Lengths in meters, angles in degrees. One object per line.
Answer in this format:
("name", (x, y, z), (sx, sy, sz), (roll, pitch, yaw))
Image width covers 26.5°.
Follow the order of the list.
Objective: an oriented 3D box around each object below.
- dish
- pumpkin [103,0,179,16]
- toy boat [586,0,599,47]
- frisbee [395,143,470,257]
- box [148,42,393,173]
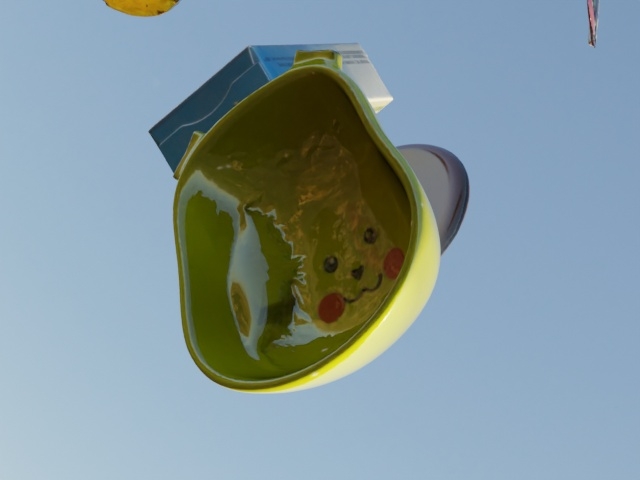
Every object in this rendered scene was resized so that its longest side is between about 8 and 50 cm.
("dish", (0.000, 0.000, 1.034), (0.108, 0.221, 0.262), (29, 34, -46))
("pumpkin", (-0.139, -0.336, 1.306), (0.222, 0.139, 0.317), (27, -29, -14))
("toy boat", (0.256, -0.344, 1.317), (0.072, 0.318, 0.219), (-2, -53, 21))
("frisbee", (0.058, -0.015, 1.543), (0.251, 0.251, 0.021), (12, -28, 52))
("box", (-0.042, -0.116, 1.257), (0.139, 0.194, 0.073), (-37, -102, 30))
